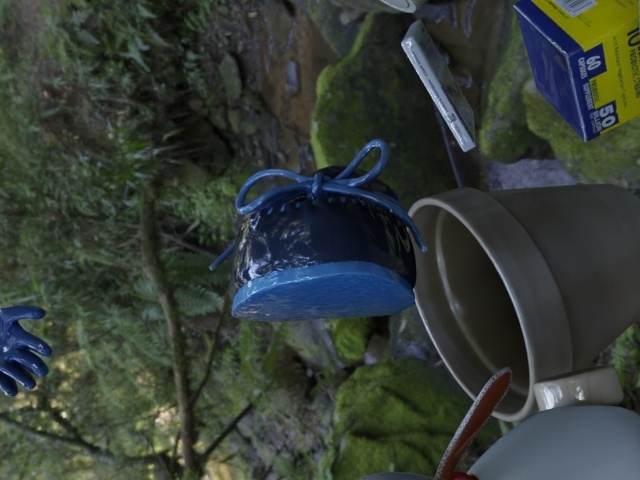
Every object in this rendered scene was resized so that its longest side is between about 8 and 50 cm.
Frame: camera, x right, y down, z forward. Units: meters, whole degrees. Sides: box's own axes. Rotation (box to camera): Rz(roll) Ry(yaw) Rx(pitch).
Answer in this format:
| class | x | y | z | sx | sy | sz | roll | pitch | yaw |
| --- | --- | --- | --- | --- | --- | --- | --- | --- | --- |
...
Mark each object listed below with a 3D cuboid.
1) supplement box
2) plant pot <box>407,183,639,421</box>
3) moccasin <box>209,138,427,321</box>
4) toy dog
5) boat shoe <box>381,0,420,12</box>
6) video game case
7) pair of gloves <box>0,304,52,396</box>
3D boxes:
| class | x | y | z | sx | sy | sz | roll | pitch | yaw |
| --- | --- | --- | --- | --- | --- | --- | --- | --- | --- |
| supplement box | 0.536 | -0.359 | 1.086 | 0.194 | 0.357 | 0.195 | 53 | -167 | -43 |
| plant pot | 0.314 | 0.049 | 0.946 | 0.323 | 0.281 | 0.322 | 159 | 90 | -75 |
| moccasin | 0.000 | 0.000 | 0.494 | 0.342 | 0.138 | 0.116 | 63 | -157 | -82 |
| toy dog | 0.195 | 0.203 | 0.557 | 0.220 | 0.334 | 0.161 | 58 | 144 | 5 |
| boat shoe | 0.000 | -0.284 | 0.553 | 0.233 | 0.079 | 0.084 | 32 | -169 | -3 |
| video game case | 0.175 | -0.230 | 0.970 | 0.022 | 0.190 | 0.173 | -28 | 106 | 22 |
| pair of gloves | -0.358 | 0.147 | 0.696 | 0.159 | 0.198 | 0.023 | 26 | 171 | 30 |
